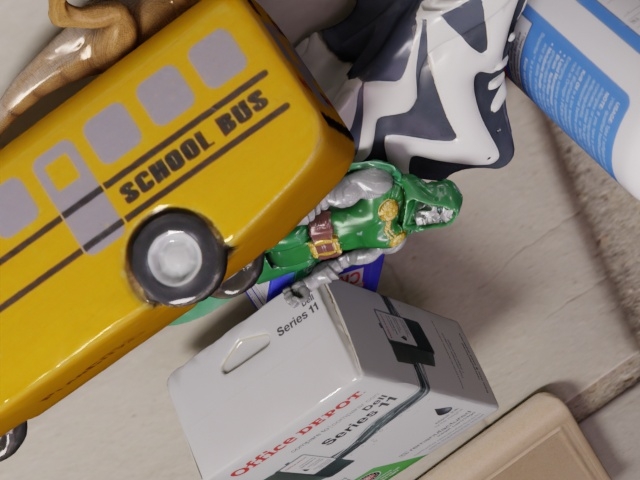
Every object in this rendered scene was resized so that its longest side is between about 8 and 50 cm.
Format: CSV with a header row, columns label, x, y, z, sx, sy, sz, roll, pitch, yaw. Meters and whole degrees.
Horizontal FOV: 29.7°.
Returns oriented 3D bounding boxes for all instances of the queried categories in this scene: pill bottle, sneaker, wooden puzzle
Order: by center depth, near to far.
label,x,y,z,sx,sy,sz,roll,pitch,yaw
sneaker,0.095,-0.120,0.760,0.235,0.094,0.153,-48,140,14
pill bottle,0.214,-0.097,0.763,0.124,0.221,0.124,-19,137,-18
wooden puzzle,0.183,0.269,1.237,0.221,0.044,0.239,-37,135,1

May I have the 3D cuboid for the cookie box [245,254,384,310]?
label,x,y,z,sx,sy,sz,roll,pitch,yaw
cookie box,0.000,0.000,0.848,0.092,0.040,0.107,-12,135,-24

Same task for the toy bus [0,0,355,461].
label,x,y,z,sx,sy,sz,roll,pitch,yaw
toy bus,-0.138,0.012,0.668,0.332,0.130,0.108,-35,174,8

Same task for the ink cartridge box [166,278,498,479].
label,x,y,z,sx,sy,sz,roll,pitch,yaw
ink cartridge box,0.013,0.115,0.893,0.153,0.087,0.208,-37,149,22

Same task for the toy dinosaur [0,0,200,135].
label,x,y,z,sx,sy,sz,roll,pitch,yaw
toy dinosaur,-0.117,-0.111,0.646,0.211,0.064,0.112,-30,141,-6

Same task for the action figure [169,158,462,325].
label,x,y,z,sx,sy,sz,roll,pitch,yaw
action figure,-0.025,-0.001,0.757,0.232,0.063,0.137,-15,143,7
